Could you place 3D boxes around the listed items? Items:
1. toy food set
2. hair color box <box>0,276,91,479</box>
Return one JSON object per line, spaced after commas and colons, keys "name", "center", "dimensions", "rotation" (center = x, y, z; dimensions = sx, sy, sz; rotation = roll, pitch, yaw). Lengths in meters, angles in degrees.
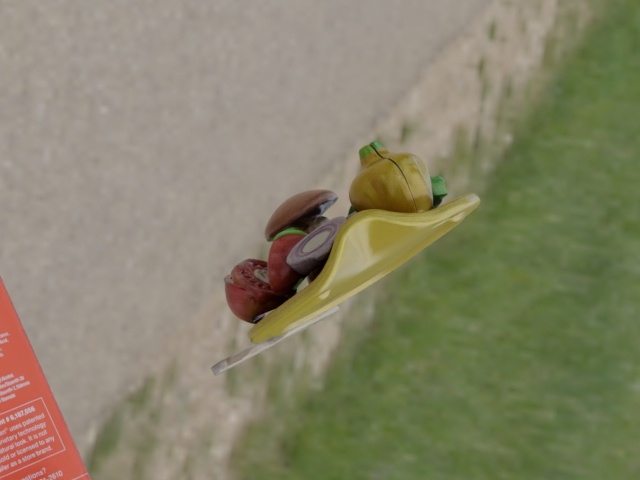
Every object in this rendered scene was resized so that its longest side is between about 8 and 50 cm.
{"name": "toy food set", "center": [0.000, 0.000, 1.185], "dimensions": [0.128, 0.071, 0.218], "rotation": [-27, 173, -38]}
{"name": "hair color box", "center": [-0.126, 0.036, 0.613], "dimensions": [0.043, 0.072, 0.141], "rotation": [-22, 86, -42]}
